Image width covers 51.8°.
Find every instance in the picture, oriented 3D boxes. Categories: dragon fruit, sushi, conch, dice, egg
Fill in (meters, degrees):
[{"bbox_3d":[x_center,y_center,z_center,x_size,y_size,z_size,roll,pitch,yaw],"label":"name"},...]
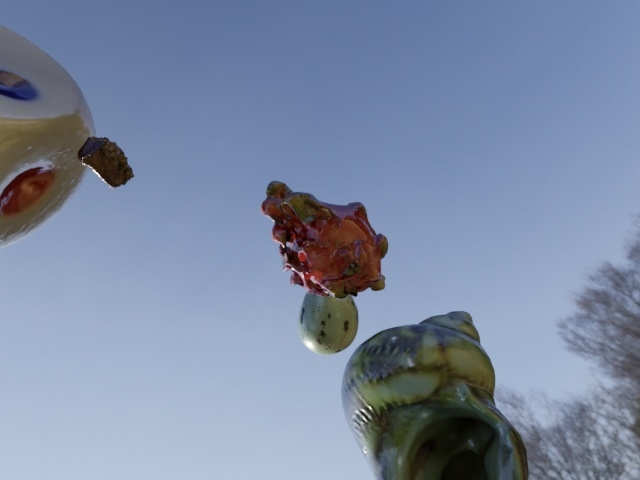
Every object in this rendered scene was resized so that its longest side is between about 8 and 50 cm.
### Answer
[{"bbox_3d":[0.000,0.000,0.898,0.150,0.133,0.208,-44,-83,8],"label":"dragon fruit"},{"bbox_3d":[-0.298,-0.111,0.927,0.055,0.052,0.120,-50,-22,-10],"label":"sushi"},{"bbox_3d":[0.103,0.154,0.560,0.124,0.187,0.181,3,-87,-48],"label":"conch"},{"bbox_3d":[-0.558,-0.169,1.011,0.277,0.304,0.304,-55,-7,29],"label":"dice"},{"bbox_3d":[0.012,0.153,1.357,0.131,0.131,0.164,3,-103,-43],"label":"egg"}]
